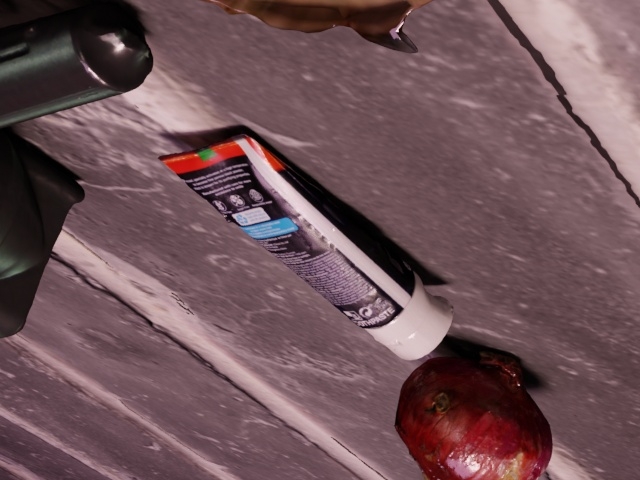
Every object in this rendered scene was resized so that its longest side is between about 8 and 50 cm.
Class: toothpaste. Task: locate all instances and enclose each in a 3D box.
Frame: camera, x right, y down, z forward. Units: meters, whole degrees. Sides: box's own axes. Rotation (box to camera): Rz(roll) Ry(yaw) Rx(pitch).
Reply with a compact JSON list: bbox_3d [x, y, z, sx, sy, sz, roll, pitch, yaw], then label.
[{"bbox_3d":[0.000,0.000,0.978,0.071,0.045,0.193,-13,138,45],"label":"toothpaste"}]

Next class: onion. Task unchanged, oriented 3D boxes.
[{"bbox_3d":[0.099,0.116,1.132,0.107,0.097,0.107,21,-159,-8],"label":"onion"}]

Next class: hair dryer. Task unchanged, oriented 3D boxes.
[{"bbox_3d":[-0.171,-0.050,0.930,0.302,0.116,0.244,-8,151,41],"label":"hair dryer"}]

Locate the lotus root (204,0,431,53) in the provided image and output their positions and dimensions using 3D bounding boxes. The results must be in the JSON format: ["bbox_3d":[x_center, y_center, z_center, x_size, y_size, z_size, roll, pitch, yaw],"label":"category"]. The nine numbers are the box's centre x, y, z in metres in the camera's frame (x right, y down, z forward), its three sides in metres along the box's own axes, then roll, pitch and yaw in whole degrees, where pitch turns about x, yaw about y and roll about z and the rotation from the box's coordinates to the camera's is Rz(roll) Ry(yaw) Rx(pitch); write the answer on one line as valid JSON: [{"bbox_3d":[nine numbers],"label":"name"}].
[{"bbox_3d":[-0.101,-0.194,0.424,0.391,0.111,0.375,17,160,19],"label":"lotus root"}]
